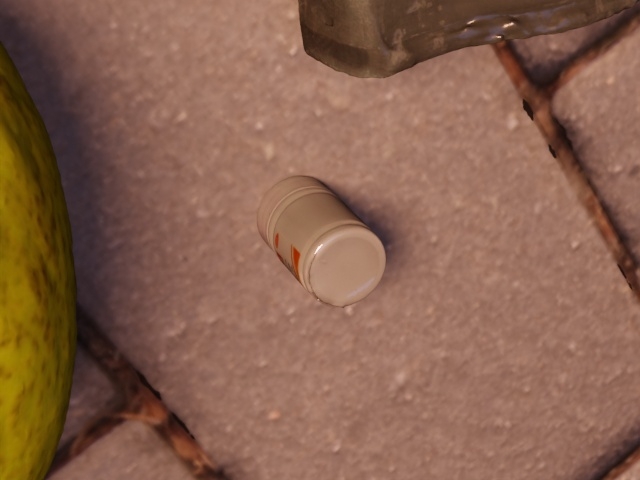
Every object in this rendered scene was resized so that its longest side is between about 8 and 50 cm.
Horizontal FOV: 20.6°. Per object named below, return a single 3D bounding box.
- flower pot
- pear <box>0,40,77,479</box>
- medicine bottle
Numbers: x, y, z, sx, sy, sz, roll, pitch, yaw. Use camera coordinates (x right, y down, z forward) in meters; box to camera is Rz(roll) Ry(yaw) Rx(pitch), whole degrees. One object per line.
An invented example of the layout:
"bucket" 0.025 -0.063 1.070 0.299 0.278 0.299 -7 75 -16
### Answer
"flower pot" 0.093 -0.181 1.070 0.229 0.103 0.108 -18 122 -17
"pear" -0.296 0.041 0.845 0.391 0.391 0.391 -11 119 -21
"medicine bottle" 0.000 0.000 1.126 0.057 0.089 0.057 -11 119 -21
